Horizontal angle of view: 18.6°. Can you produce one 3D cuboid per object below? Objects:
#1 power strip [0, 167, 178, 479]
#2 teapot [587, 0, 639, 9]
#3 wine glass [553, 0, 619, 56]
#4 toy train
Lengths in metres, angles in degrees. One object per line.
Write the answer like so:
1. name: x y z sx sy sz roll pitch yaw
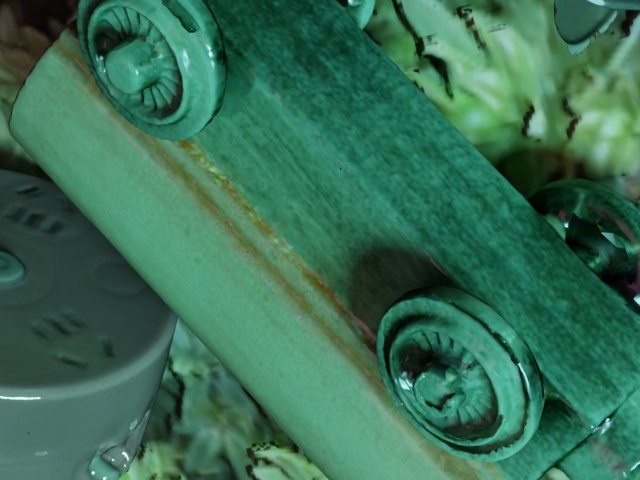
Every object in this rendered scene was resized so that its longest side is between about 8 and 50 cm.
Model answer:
1. power strip: -0.135 0.040 0.792 0.154 0.154 0.078 31 125 19
2. teapot: 0.108 -0.168 0.474 0.183 0.183 0.251 52 165 3
3. wine glass: -0.009 -0.154 0.676 0.262 0.074 0.074 30 124 21
4. toy train: 0.000 0.000 0.720 0.285 0.116 0.177 46 140 7
